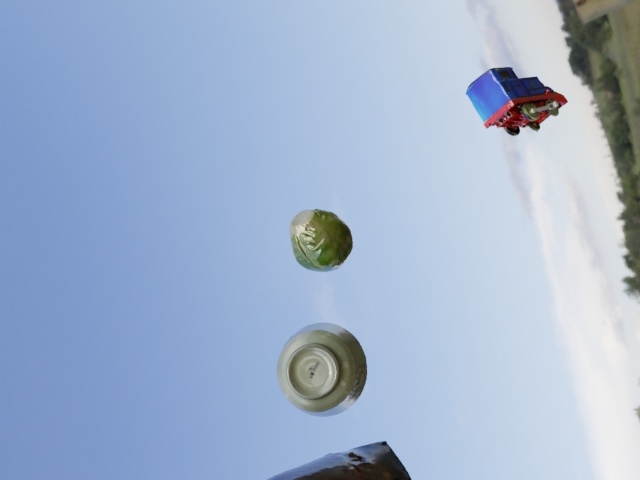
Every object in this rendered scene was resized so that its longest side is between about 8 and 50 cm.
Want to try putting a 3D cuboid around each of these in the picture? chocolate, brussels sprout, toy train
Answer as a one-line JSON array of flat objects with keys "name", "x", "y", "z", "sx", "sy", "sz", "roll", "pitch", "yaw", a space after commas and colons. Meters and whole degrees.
[{"name": "chocolate", "x": -0.015, "y": 0.627, "z": 1.280, "sx": 0.332, "sy": 0.383, "sz": 0.383, "roll": 6, "pitch": -117, "yaw": -24}, {"name": "brussels sprout", "x": 0.001, "y": 0.001, "z": 1.392, "sx": 0.155, "sy": 0.155, "sz": 0.117, "roll": 54, "pitch": -159, "yaw": -27}, {"name": "toy train", "x": 0.405, "y": -0.287, "z": 1.247, "sx": 0.204, "sy": 0.083, "sz": 0.131, "roll": -16, "pitch": -108, "yaw": -40}]

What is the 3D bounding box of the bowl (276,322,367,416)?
[{"name": "bowl", "x": -0.005, "y": 0.285, "z": 1.335, "sx": 0.112, "sy": 0.212, "sz": 0.211, "roll": 39, "pitch": -144, "yaw": -76}]
